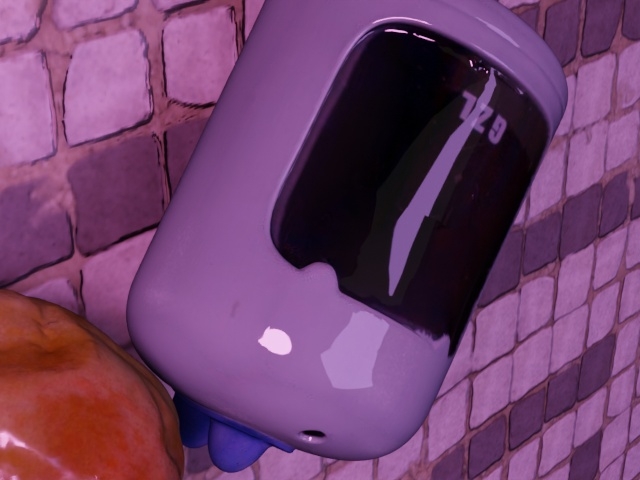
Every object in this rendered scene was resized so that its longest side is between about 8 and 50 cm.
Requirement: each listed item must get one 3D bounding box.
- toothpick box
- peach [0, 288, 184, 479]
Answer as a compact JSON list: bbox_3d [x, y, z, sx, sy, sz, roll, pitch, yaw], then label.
[{"bbox_3d":[0.000,0.000,0.792,0.263,0.263,0.354,38,72,-50],"label":"toothpick box"},{"bbox_3d":[-0.205,0.134,0.669,0.236,0.214,0.214,34,79,-12],"label":"peach"}]
